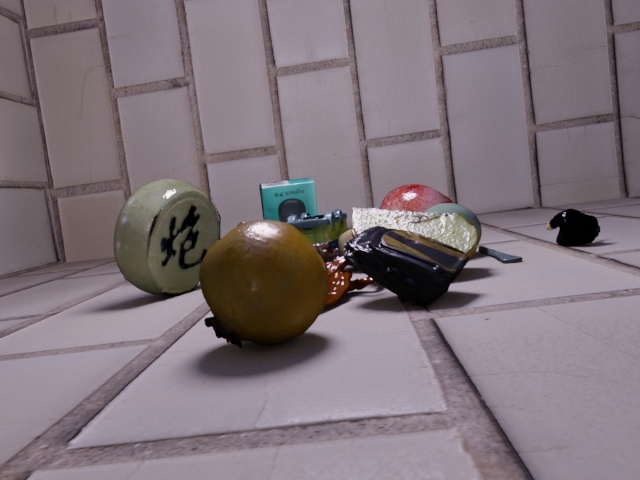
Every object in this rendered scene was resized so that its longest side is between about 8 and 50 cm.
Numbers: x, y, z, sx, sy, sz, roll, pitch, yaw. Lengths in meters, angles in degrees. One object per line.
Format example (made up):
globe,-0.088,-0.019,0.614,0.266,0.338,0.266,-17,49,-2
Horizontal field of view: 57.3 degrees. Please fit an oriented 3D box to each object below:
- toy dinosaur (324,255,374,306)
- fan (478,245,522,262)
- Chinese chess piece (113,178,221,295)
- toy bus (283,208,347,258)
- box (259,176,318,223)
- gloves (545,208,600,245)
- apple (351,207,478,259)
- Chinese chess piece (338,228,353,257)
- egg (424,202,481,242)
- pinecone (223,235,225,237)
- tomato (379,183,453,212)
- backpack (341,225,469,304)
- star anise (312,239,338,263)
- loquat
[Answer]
toy dinosaur,0.055,0.087,1.403,0.208,0.097,0.432,-22,1,-1
fan,0.525,0.041,1.734,0.057,0.023,0.282,-8,6,0
Chinese chess piece,-0.447,-0.008,1.747,0.146,0.350,0.349,12,13,26
toy bus,0.000,0.000,1.926,0.151,0.190,0.312,-7,5,14
box,-0.109,-0.067,2.174,0.205,0.312,0.118,-6,14,-6
gloves,0.775,-0.023,1.806,0.129,0.106,0.181,-5,-23,7
apple,0.239,0.007,1.546,0.345,0.179,0.254,6,0,18
Chinese chess piece,0.180,0.004,1.817,0.250,0.097,0.251,-15,-13,-3
egg,0.399,-0.032,1.812,0.230,0.168,0.168,12,-9,-40
pinecone,-0.264,0.043,2.036,0.179,0.150,0.195,-5,5,19
tomato,0.328,-0.064,2.015,0.270,0.227,0.270,9,-15,2
backpack,0.173,0.047,1.277,0.258,0.133,0.206,28,24,21
star anise,-0.047,0.076,1.621,0.220,0.099,0.214,-27,-7,16
loquat,-0.104,0.082,1.035,0.243,0.244,0.244,-7,5,1
